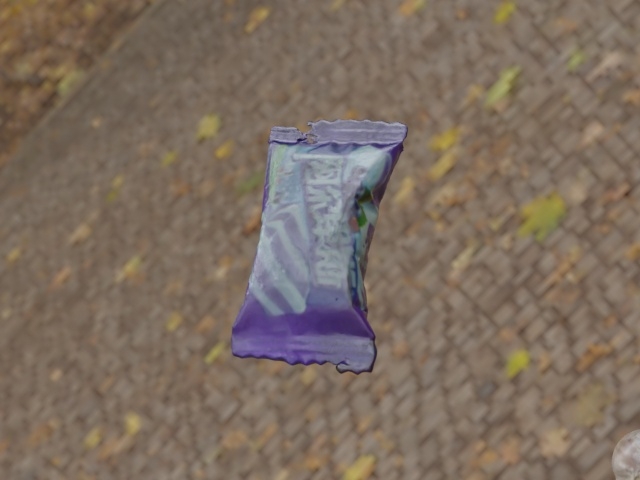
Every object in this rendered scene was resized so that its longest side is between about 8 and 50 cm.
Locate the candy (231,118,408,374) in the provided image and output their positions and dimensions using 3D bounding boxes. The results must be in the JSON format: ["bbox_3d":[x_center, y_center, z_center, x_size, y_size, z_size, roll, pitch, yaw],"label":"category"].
[{"bbox_3d":[0.000,0.000,1.708,0.145,0.070,0.275,2,64,15],"label":"candy"}]

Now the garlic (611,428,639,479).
[{"bbox_3d":[0.307,0.203,1.393,0.159,0.102,0.147,2,75,36],"label":"garlic"}]
